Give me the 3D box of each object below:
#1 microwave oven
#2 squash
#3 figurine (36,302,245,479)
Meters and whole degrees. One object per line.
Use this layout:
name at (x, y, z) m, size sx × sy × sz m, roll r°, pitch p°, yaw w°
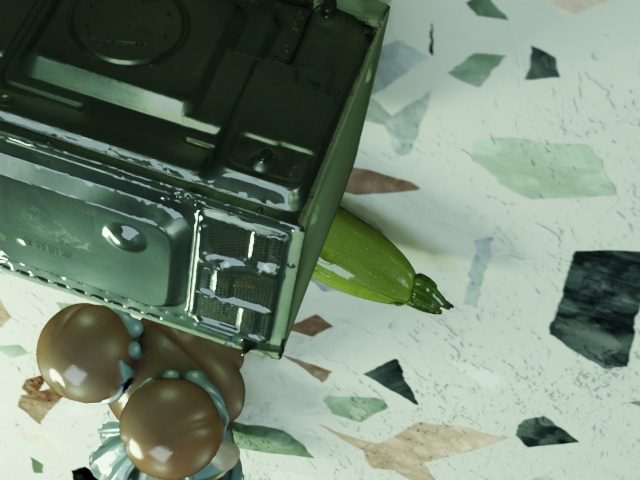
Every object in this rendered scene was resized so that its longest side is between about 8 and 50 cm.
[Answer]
microwave oven at (-0.167, -0.123, 1.505) m, size 0.394 × 0.333 × 0.247 m, roll 17°, pitch 141°, yaw 4°
squash at (0.000, 0.000, 1.790) m, size 0.341 × 0.094 × 0.094 m, roll 27°, pitch 145°, yaw -13°
figurine at (-0.215, 0.230, 2.097) m, size 0.277 × 0.248 × 0.388 m, roll 36°, pitch 147°, yaw 19°
